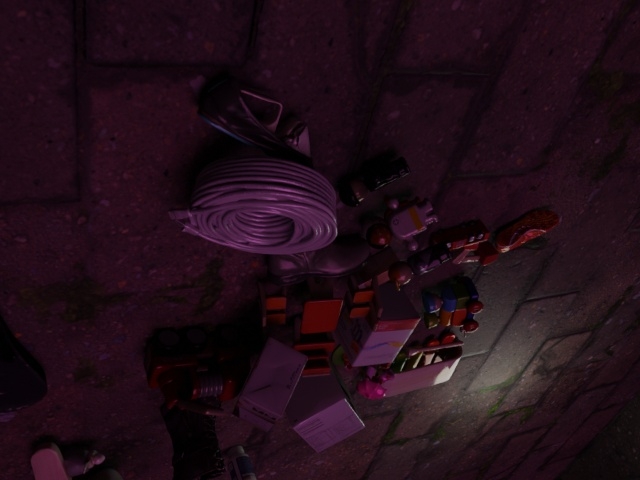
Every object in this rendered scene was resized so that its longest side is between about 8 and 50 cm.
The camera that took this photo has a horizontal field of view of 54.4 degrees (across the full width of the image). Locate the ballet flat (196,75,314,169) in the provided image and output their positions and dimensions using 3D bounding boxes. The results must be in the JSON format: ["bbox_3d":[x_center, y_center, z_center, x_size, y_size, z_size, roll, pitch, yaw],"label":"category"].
[{"bbox_3d":[-0.078,-0.177,1.045,0.096,0.095,0.280,-51,137,7],"label":"ballet flat"}]

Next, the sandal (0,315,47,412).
[{"bbox_3d":[-0.631,0.209,1.117,0.168,0.107,0.445,-25,140,-5],"label":"sandal"}]

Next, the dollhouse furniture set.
[{"bbox_3d":[-0.005,0.193,1.397,0.262,0.135,0.259,-3,147,-8],"label":"dollhouse furniture set"}]

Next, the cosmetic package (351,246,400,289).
[{"bbox_3d":[0.130,0.070,1.448,0.115,0.060,0.041,-29,142,-3],"label":"cosmetic package"}]

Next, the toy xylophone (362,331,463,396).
[{"bbox_3d":[0.291,0.354,1.824,0.323,0.081,0.236,-3,134,-28],"label":"toy xylophone"}]

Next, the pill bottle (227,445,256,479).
[{"bbox_3d":[-0.233,0.666,1.820,0.067,0.120,0.067,-16,139,-15],"label":"pill bottle"}]

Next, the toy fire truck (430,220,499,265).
[{"bbox_3d":[0.355,0.018,1.533,0.192,0.047,0.135,-15,140,-15],"label":"toy fire truck"}]

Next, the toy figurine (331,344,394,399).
[{"bbox_3d":[0.139,0.345,1.667,0.173,0.159,0.130,-26,140,-4],"label":"toy figurine"}]

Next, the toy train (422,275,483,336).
[{"bbox_3d":[0.347,0.212,1.700,0.143,0.105,0.248,-10,138,-6],"label":"toy train"}]

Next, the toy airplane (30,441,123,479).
[{"bbox_3d":[-0.607,0.691,1.562,0.384,0.272,0.386,39,122,-9],"label":"toy airplane"}]

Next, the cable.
[{"bbox_3d":[-0.097,-0.054,1.084,0.257,0.089,0.257,-15,150,35],"label":"cable"}]

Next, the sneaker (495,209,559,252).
[{"bbox_3d":[0.521,-0.027,1.585,0.175,0.064,0.067,-23,160,1],"label":"sneaker"}]

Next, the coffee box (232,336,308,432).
[{"bbox_3d":[-0.117,0.327,1.384,0.098,0.141,0.246,27,152,1],"label":"coffee box"}]

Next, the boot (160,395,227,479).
[{"bbox_3d":[-0.264,0.455,1.494,0.263,0.229,0.091,-35,140,7],"label":"boot"}]

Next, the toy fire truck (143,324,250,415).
[{"bbox_3d":[-0.242,0.300,1.329,0.217,0.246,0.158,1,132,-31],"label":"toy fire truck"}]

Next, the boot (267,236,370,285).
[{"bbox_3d":[0.000,0.000,1.289,0.247,0.083,0.161,-14,132,-20],"label":"boot"}]

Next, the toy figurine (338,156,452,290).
[{"bbox_3d":[0.146,-0.033,1.233,0.148,0.209,0.213,-26,140,5],"label":"toy figurine"}]

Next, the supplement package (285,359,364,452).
[{"bbox_3d":[-0.010,0.403,1.614,0.149,0.194,0.203,-29,141,-1],"label":"supplement package"}]

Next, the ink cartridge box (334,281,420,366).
[{"bbox_3d":[0.135,0.207,1.542,0.127,0.128,0.176,0,132,-30],"label":"ink cartridge box"}]
